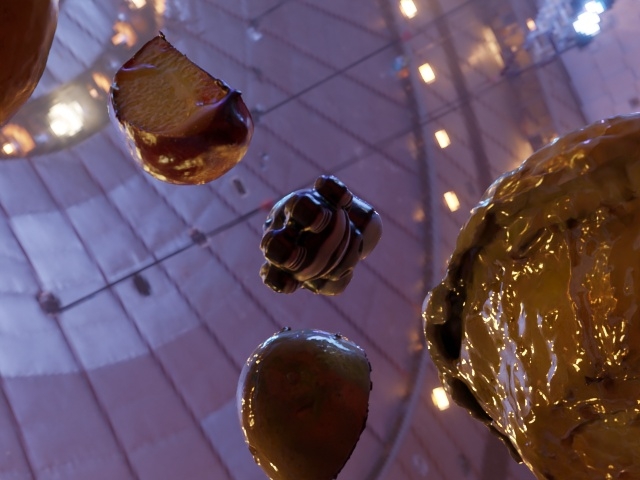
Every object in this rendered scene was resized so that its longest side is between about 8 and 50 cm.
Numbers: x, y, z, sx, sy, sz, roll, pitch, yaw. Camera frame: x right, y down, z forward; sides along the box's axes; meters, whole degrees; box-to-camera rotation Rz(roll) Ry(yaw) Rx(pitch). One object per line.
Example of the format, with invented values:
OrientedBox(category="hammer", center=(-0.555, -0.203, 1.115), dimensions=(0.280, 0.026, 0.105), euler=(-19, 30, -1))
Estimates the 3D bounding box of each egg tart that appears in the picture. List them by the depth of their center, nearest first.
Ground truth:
OrientedBox(category="egg tart", center=(0.255, 0.087, 0.748), dimensions=(0.388, 0.388, 0.169), euler=(47, -142, -29))

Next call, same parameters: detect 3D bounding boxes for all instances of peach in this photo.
OrientedBox(category="peach", center=(-0.191, -0.153, 1.595), dimensions=(0.267, 0.159, 0.154), euler=(37, 163, 39))

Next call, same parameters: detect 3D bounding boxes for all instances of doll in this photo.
OrientedBox(category="doll", center=(0.000, 0.000, 0.850), dimensions=(0.067, 0.091, 0.219), euler=(32, -178, 8))

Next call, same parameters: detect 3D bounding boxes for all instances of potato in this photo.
OrientedBox(category="potato", center=(-0.042, 0.187, 1.350), dimensions=(0.117, 0.182, 0.202), euler=(36, -109, -46))

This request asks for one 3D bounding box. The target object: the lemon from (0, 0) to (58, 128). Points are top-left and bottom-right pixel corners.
OrientedBox(category="lemon", center=(-0.361, -0.204, 0.916), dimensions=(0.297, 0.297, 0.297), euler=(39, -141, -39))
